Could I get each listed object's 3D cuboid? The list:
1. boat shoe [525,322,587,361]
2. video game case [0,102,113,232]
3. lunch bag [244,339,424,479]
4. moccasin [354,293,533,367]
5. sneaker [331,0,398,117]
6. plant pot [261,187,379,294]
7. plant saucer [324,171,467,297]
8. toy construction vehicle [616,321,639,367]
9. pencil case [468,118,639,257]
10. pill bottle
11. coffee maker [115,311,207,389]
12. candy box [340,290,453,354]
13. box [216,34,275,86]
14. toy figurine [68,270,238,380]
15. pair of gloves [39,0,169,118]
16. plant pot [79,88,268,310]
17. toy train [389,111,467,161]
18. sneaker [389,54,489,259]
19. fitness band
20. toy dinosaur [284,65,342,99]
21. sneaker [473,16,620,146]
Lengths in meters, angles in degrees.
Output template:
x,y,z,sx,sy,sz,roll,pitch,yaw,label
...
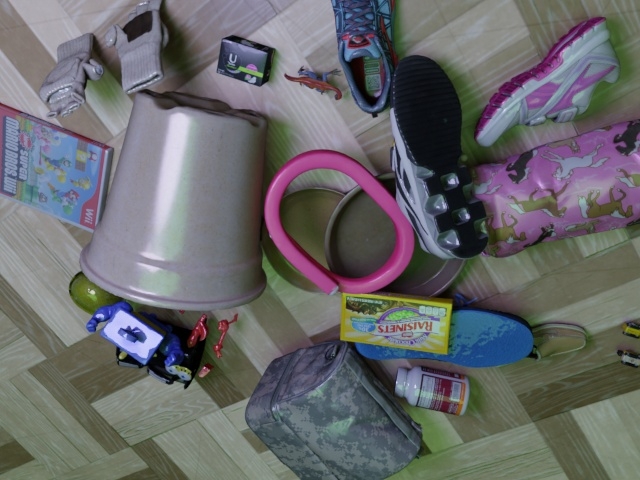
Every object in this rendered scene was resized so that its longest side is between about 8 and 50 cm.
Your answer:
x,y,z,sx,sy,sz,roll,pitch,yaw,label
0.432,0.212,1.091,0.189,0.072,0.068,-9,114,16,boat shoe
-0.582,-0.152,1.147,0.285,0.025,0.204,21,119,0,video game case
0.040,0.368,1.160,0.256,0.213,0.305,-28,107,36,lunch bag
0.238,0.166,1.089,0.341,0.117,0.138,3,106,16,moccasin
0.074,-0.324,0.863,0.104,0.125,0.262,-10,114,16,sneaker
0.000,0.000,1.098,0.236,0.032,0.237,4,117,9,plant pot
0.145,0.000,1.035,0.277,0.041,0.278,-1,114,-1,plant saucer
0.625,0.204,1.073,0.098,0.035,0.086,14,108,2,toy construction vehicle
0.434,-0.084,0.895,0.385,0.167,0.160,-13,148,18,pencil case
0.236,0.318,1.179,0.151,0.086,0.086,11,118,7,pill bottle
-0.360,0.230,1.257,0.178,0.120,0.171,18,90,1,coffee maker
0.140,0.151,1.033,0.205,0.027,0.105,5,110,13,candy box
-0.129,-0.312,0.954,0.083,0.052,0.062,19,119,4,box
-0.361,0.143,1.091,0.362,0.217,0.191,36,89,1,toy figurine
-0.370,-0.311,0.931,0.239,0.204,0.042,-15,145,14,pair of gloves
-0.228,-0.090,0.965,0.333,0.334,0.306,15,107,4,plant pot
0.184,-0.188,0.959,0.125,0.046,0.167,-12,112,7,toy train
0.162,-0.127,0.900,0.122,0.146,0.331,-11,89,-19,sneaker
0.034,-0.025,0.964,0.209,0.054,0.291,-44,108,11,fitness band
-0.005,-0.264,0.947,0.082,0.090,0.047,38,140,27,toy dinosaur
0.360,-0.224,0.868,0.252,0.103,0.111,-39,102,26,sneaker
